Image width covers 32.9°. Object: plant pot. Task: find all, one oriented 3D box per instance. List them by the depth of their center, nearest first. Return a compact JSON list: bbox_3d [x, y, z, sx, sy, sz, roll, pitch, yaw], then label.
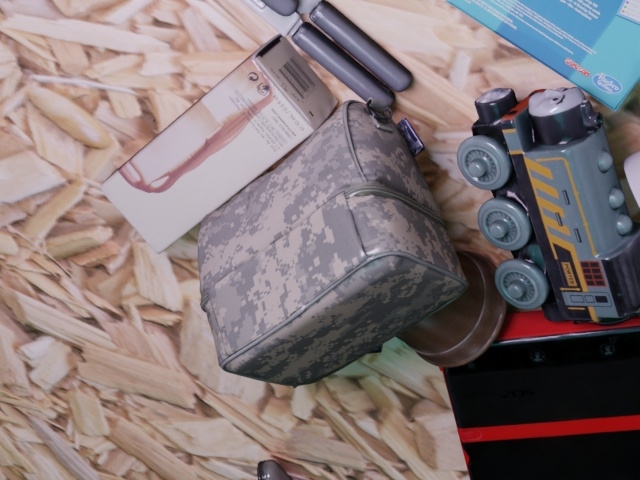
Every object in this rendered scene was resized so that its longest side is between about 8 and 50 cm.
[{"bbox_3d":[0.135,0.071,1.449,0.167,0.167,0.165,-37,142,25],"label":"plant pot"}]

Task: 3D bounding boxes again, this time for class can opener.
[{"bbox_3d":[-0.006,-0.270,1.413,0.280,0.093,0.074,38,116,-10],"label":"can opener"}]

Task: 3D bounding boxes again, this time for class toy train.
[{"bbox_3d":[0.304,-0.044,1.383,0.190,0.142,0.334,-2,117,43],"label":"toy train"}]

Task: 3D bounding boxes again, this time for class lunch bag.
[{"bbox_3d":[0.000,0.000,1.330,0.305,0.212,0.256,-36,59,27],"label":"lunch bag"}]

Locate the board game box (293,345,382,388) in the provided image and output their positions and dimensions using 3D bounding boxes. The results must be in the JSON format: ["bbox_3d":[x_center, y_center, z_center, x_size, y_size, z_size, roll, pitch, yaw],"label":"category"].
[{"bbox_3d":[-0.008,0.119,1.603,0.194,0.060,0.194,-6,113,16],"label":"board game box"}]

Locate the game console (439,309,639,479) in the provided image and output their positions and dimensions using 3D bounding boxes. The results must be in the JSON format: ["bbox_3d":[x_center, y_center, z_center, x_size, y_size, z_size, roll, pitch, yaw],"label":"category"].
[{"bbox_3d":[0.380,0.241,1.559,0.386,0.060,0.342,-8,124,17],"label":"game console"}]

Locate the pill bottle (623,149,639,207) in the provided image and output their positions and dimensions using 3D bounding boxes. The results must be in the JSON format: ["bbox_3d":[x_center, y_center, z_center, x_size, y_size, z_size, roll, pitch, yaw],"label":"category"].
[{"bbox_3d":[0.562,-0.109,1.280,0.361,0.204,0.204,-31,104,24],"label":"pill bottle"}]

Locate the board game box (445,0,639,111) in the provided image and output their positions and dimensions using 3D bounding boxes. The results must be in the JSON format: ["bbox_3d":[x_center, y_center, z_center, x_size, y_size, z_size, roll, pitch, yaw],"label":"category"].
[{"bbox_3d":[0.348,-0.363,1.286,0.254,0.079,0.336,33,117,-2],"label":"board game box"}]

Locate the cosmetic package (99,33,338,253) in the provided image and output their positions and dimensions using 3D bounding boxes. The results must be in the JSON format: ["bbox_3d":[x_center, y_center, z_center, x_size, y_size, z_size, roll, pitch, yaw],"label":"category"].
[{"bbox_3d":[-0.137,-0.131,1.470,0.296,0.153,0.129,-37,100,23],"label":"cosmetic package"}]

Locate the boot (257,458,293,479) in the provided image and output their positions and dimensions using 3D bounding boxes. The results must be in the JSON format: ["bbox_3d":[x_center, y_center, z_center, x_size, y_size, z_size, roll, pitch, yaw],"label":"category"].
[{"bbox_3d":[0.019,0.420,1.734,0.161,0.083,0.246,-27,111,16],"label":"boot"}]
